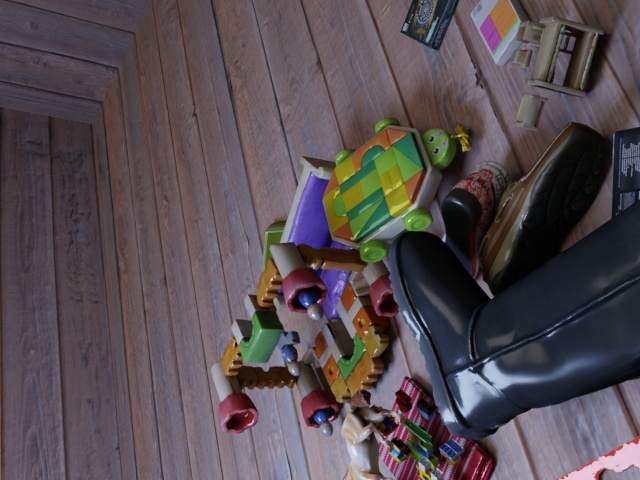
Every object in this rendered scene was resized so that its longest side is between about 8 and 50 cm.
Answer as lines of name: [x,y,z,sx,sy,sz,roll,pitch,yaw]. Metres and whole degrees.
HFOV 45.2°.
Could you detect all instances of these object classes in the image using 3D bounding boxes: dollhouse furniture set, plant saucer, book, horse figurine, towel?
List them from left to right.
plant saucer: [-0.103,0.037,2.050,0.188,0.045,0.189,-2,82,57]
horse figurine: [0.089,0.385,1.408,0.174,0.066,0.264,3,103,56]
towel: [0.214,0.418,1.493,0.275,0.031,0.199,42,119,53]
book: [0.340,-0.415,1.455,0.096,0.035,0.144,-52,43,44]
dollhouse furniture set: [0.391,-0.279,1.325,0.161,0.101,0.182,-114,36,-76]

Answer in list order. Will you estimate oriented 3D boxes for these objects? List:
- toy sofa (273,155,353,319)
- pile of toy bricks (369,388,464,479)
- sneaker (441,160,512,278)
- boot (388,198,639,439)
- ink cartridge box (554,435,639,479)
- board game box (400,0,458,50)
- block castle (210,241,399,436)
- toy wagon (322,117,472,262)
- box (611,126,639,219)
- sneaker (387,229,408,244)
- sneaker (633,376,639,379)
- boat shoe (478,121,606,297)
toy sofa: [0.000,0.000,1.798,0.177,0.150,0.363,44,121,53]
pile of toy bricks: [0.183,0.386,1.446,0.212,0.118,0.105,36,148,41]
sneaker: [0.286,-0.026,1.417,0.090,0.145,0.270,33,151,27]
boot: [0.317,0.056,1.130,0.445,0.146,0.367,-42,60,45]
ink cartridge box: [0.444,0.488,1.064,0.308,0.091,0.385,-49,47,41]
board game box: [0.243,-0.510,1.628,0.126,0.026,0.186,48,124,50]
block castle: [-0.023,0.229,1.650,0.453,0.302,0.213,-62,39,31]
toy wagon: [0.148,-0.129,1.554,0.344,0.068,0.267,-36,50,30]
box: [0.534,-0.024,1.037,0.293,0.073,0.296,-5,79,56]
sneaker: [0.187,-0.074,1.595,0.086,0.064,0.192,36,111,59]
sneaker: [0.404,0.135,1.195,0.227,0.087,0.130,26,113,62]
boat shoe: [0.350,-0.053,1.289,0.324,0.122,0.120,-66,31,25]
